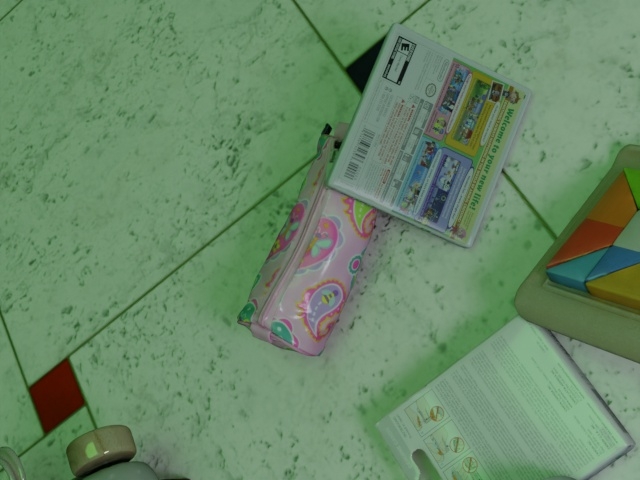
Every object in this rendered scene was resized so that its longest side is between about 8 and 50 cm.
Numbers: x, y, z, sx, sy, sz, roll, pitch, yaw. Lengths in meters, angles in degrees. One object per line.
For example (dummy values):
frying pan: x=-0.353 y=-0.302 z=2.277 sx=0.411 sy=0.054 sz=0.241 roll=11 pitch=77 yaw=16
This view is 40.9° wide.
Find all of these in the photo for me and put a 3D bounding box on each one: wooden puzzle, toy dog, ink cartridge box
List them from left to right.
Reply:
toy dog: x=-0.294 y=0.364 z=1.111 sx=0.334 sy=0.161 sz=0.220 roll=-19 pitch=68 yaw=37
ink cartridge box: x=0.197 y=0.213 z=0.945 sx=0.225 sy=0.056 sz=0.181 roll=-42 pitch=60 yaw=17
wooden puzzle: x=0.337 y=0.005 z=0.871 sx=0.238 sy=0.044 sz=0.221 roll=-53 pitch=37 yaw=-13

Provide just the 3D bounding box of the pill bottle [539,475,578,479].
pill bottle: x=0.276 y=0.327 z=0.753 sx=0.153 sy=0.153 sz=0.265 roll=-57 pitch=28 yaw=1

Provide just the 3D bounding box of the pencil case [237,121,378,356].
pencil case: x=0.000 y=0.000 z=1.069 sx=0.124 sy=0.124 sz=0.284 roll=22 pitch=85 yaw=31

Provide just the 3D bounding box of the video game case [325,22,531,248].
video game case: x=0.132 y=-0.123 z=1.027 sx=0.193 sy=0.023 sz=0.212 roll=23 pitch=84 yaw=-12
